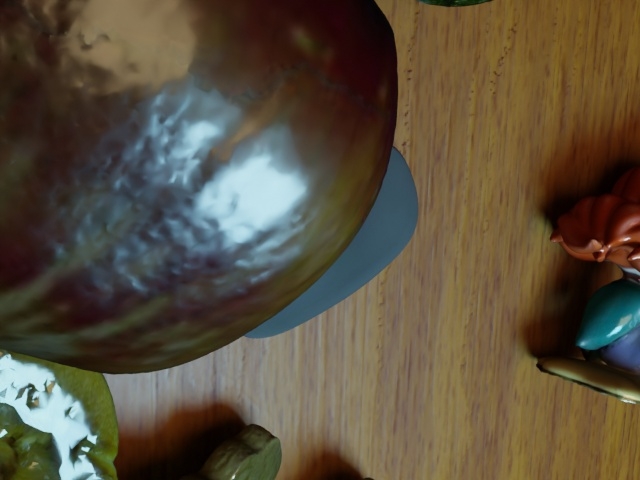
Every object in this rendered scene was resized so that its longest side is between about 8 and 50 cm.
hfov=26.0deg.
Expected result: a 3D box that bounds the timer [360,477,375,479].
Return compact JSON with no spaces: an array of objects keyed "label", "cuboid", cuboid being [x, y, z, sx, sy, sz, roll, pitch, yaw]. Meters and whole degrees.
[{"label":"timer","cuboid":[-0.024,0.371,1.367,0.266,0.175,0.175,-27,121,-4]}]

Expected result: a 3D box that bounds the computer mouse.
[{"label":"computer mouse","cuboid":[0.001,0.000,1.286,0.232,0.057,0.120,-33,121,-21]}]

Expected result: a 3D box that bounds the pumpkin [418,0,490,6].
[{"label":"pumpkin","cuboid":[0.106,-0.325,1.172,0.260,0.189,0.260,-10,103,-53]}]

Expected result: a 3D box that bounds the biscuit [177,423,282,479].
[{"label":"biscuit","cuboid":[-0.141,0.292,1.240,0.319,0.047,0.183,-32,144,-47]}]

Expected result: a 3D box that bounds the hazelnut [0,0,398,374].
[{"label":"hazelnut","cuboid":[-0.160,-0.126,0.947,0.402,0.402,0.429,-53,139,-7]}]

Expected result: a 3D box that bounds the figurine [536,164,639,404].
[{"label":"figurine","cuboid":[0.333,0.035,1.455,0.208,0.181,0.257,15,91,-8]}]

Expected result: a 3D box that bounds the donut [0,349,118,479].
[{"label":"donut","cuboid":[-0.332,0.194,1.067,0.360,0.170,0.360,-14,116,-32]}]
